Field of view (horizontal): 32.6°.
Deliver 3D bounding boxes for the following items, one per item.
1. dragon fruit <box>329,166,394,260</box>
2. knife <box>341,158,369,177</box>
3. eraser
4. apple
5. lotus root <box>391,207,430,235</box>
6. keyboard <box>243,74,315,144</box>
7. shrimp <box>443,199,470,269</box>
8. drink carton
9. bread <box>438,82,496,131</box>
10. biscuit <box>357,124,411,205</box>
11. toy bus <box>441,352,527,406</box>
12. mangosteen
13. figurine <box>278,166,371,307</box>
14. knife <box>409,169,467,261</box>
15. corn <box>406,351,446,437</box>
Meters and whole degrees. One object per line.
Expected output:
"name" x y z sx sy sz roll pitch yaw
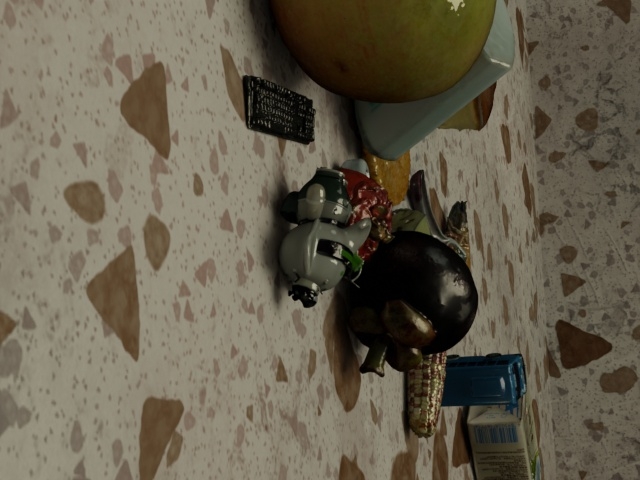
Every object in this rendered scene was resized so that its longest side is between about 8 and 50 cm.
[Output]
"dragon fruit" 0.052 -0.036 1.647 0.083 0.106 0.162 10 78 -69
"knife" 0.082 -0.007 1.837 0.080 0.044 0.331 -86 166 -45
"eraser" 0.177 -0.276 1.758 0.104 0.290 0.189 19 53 -30
"apple" 0.089 -0.334 1.531 0.319 0.319 0.277 -43 127 -66
"lotus root" 0.167 0.022 2.009 0.143 0.070 0.144 -66 146 -54
"keyboard" -0.050 -0.178 1.520 0.231 0.023 0.072 4 84 -71
"shrimp" 0.282 0.030 2.359 0.164 0.062 0.316 52 37 -48
"drink carton" 0.427 0.473 2.530 0.194 0.132 0.324 -67 148 -55
"bread" 0.297 -0.453 2.411 0.323 0.143 0.333 -71 149 -49
"biscuit" 0.114 -0.183 1.969 0.254 0.035 0.253 -6 90 -69
"toy bus" 0.308 0.278 2.168 0.106 0.185 0.090 -26 109 -67
"mangosteen" 0.130 0.108 1.718 0.250 0.211 0.211 -54 142 -24
"figurine" 0.000 0.000 1.476 0.147 0.126 0.192 86 17 -70
"knife" 0.227 -0.025 2.215 0.278 0.053 0.123 61 30 -36
"corn" 0.193 0.244 2.025 0.079 0.080 0.237 50 42 -58
